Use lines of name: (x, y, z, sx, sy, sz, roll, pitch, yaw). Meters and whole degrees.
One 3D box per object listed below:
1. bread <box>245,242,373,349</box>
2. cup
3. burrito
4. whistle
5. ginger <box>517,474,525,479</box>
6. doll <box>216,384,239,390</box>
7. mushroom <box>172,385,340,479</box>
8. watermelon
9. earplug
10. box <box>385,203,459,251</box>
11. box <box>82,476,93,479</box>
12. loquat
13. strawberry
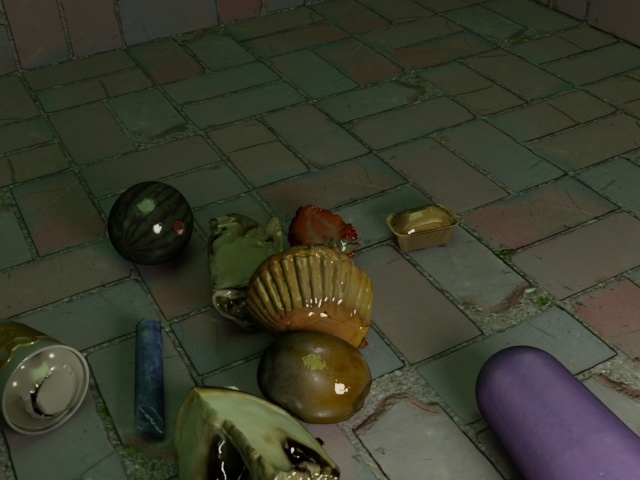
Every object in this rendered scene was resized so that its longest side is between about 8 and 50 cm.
bread: (-0.020, 0.133, 1.670, 0.274, 0.274, 0.149, -4, 44, -2)
cup: (-0.613, 0.273, 1.599, 0.226, 0.186, 0.241, 23, 46, 38)
burrito: (-0.166, 0.063, 1.884, 0.190, 0.135, 0.332, -4, 35, -7)
whistle: (-0.353, 0.280, 1.665, 0.062, 0.062, 0.304, -8, 37, -7)
ginger: (0.245, 0.457, 1.373, 0.294, 0.086, 0.131, -9, 24, -21)
doll: (-0.189, 0.319, 1.598, 0.127, 0.073, 0.084, -3, 4, 3)
mushroom: (-0.109, 0.406, 1.435, 0.292, 0.212, 0.217, 19, -4, 44)
watermelon: (-0.413, -0.042, 1.989, 0.212, 0.212, 0.212, -2, 36, 1)
earplug: (0.425, 0.353, 1.352, 0.215, 0.215, 0.456, -17, 43, -18)
box: (0.254, -0.038, 2.019, 0.177, 0.111, 0.111, -13, 37, -13)
box: (-0.441, 0.463, 1.452, 0.083, 0.024, 0.054, -17, 40, -20)
loquat: (-0.014, 0.263, 1.572, 0.227, 0.179, 0.179, 16, 40, 21)
strawberry: (-0.016, 0.002, 1.991, 0.174, 0.098, 0.228, -23, 38, -25)
